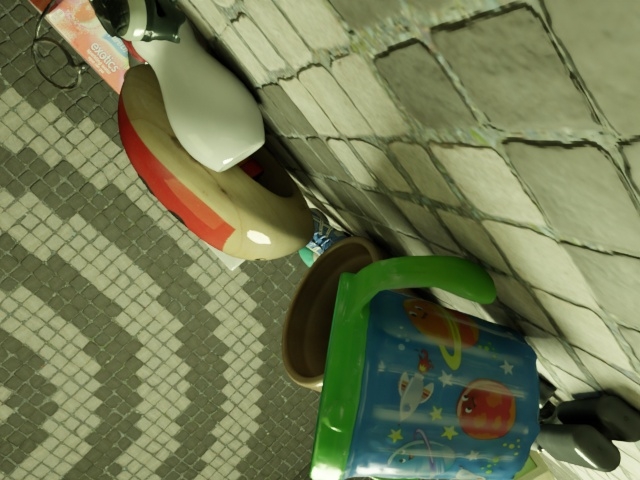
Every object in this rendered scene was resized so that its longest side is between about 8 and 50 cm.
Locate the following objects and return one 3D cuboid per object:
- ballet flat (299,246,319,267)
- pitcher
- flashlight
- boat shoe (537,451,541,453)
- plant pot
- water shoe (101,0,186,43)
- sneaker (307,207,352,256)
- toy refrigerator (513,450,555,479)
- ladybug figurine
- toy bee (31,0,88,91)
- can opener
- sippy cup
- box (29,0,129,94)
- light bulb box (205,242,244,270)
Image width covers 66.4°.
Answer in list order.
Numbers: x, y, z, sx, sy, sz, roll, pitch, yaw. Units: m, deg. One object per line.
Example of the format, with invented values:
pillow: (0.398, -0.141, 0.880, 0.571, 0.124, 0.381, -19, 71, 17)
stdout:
ballet flat: (0.035, 0.089, 1.581, 0.247, 0.083, 0.087, 46, 150, 0)
pitcher: (-0.171, -0.212, 0.733, 0.207, 0.125, 0.178, 57, -175, -7)
flashlight: (-0.357, -0.381, 0.963, 0.103, 0.103, 0.304, 20, 175, -4)
boat shoe: (0.362, 0.332, 0.864, 0.059, 0.063, 0.170, 38, 173, 17)
plant pot: (0.094, 0.156, 0.852, 0.229, 0.263, 0.263, 29, -177, -27)
water shoe: (-0.221, -0.303, 0.602, 0.080, 0.073, 0.203, 1, -129, -35)
sneaker: (0.000, 0.000, 0.993, 0.081, 0.080, 0.211, 6, -156, -45)
toy refrigerator: (0.268, 0.305, 0.824, 0.094, 0.102, 0.270, 54, -173, -34)
ladybug figurine: (-0.205, -0.130, 0.900, 0.449, 0.162, 0.305, 47, -161, 1)
toy bee: (-0.264, -0.328, 0.465, 0.195, 0.162, 0.298, 32, 144, -6)
can opener: (0.274, 0.208, 0.583, 0.095, 0.076, 0.283, 43, 173, 22)
sippy cup: (0.114, 0.168, 0.566, 0.223, 0.240, 0.305, 10, 160, 2)
box: (-0.481, -0.461, 1.069, 0.154, 0.142, 0.300, 44, 174, 21)
light bulb box: (-0.325, -0.134, 1.619, 0.358, 0.225, 0.361, 50, 179, -13)
